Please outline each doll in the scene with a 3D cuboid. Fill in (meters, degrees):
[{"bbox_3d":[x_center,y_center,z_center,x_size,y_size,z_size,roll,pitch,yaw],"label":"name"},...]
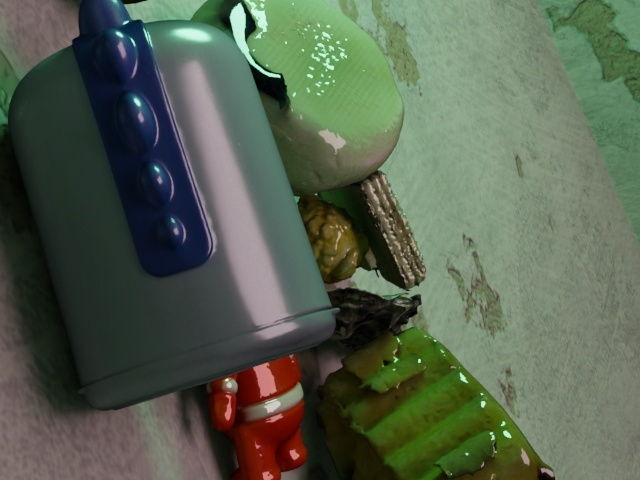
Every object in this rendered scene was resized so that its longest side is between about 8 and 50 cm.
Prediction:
[{"bbox_3d":[-0.089,0.088,1.651,0.200,0.105,0.337,-26,105,-66],"label":"doll"}]

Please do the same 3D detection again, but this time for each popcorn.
[{"bbox_3d":[0.000,0.000,1.879,0.120,0.116,0.106,28,57,-72],"label":"popcorn"}]

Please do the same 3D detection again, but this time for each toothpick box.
[{"bbox_3d":[-0.145,-0.046,1.425,0.263,0.263,0.355,-7,78,-67],"label":"toothpick box"}]

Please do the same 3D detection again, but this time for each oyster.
[{"bbox_3d":[0.038,0.086,1.901,0.199,0.252,0.087,7,73,-21],"label":"oyster"}]

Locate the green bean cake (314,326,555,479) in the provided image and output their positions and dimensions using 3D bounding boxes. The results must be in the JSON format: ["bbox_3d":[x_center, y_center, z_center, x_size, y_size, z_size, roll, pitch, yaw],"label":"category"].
[{"bbox_3d":[0.119,0.290,1.841,0.285,0.202,0.310,46,-19,45],"label":"green bean cake"}]

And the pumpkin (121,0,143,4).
[{"bbox_3d":[-0.202,-0.351,1.635,0.219,0.162,0.219,-15,90,-70],"label":"pumpkin"}]

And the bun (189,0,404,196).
[{"bbox_3d":[-0.049,-0.155,1.822,0.283,0.179,0.283,25,39,-22],"label":"bun"}]

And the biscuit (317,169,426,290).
[{"bbox_3d":[0.053,-0.023,1.948,0.147,0.046,0.250,64,-12,-13],"label":"biscuit"}]
